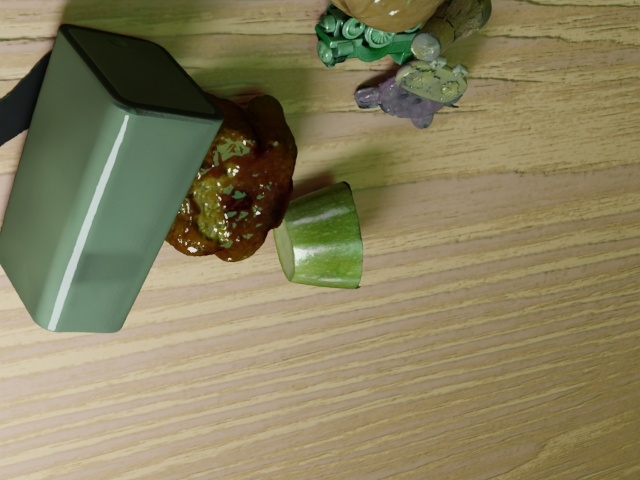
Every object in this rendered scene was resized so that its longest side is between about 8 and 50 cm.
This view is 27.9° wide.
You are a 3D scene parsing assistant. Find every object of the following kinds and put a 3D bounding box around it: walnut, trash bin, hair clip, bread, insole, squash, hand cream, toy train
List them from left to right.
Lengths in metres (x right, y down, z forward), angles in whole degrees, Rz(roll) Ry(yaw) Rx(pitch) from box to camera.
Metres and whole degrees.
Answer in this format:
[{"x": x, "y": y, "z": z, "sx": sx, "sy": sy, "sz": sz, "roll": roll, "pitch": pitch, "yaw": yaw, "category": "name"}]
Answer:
[{"x": -0.376, "y": -0.185, "z": 1.683, "sx": 0.232, "sy": 0.003, "sz": 0.080, "roll": -39, "pitch": 136, "yaw": -5, "category": "insole"}, {"x": -0.294, "y": -0.075, "z": 1.672, "sx": 0.158, "sy": 0.223, "sz": 0.344, "roll": 7, "pitch": 120, "yaw": -40, "category": "trash bin"}, {"x": -0.146, "y": -0.083, "z": 1.831, "sx": 0.232, "sy": 0.135, "sz": 0.247, "roll": 0, "pitch": 120, "yaw": -31, "category": "bread"}, {"x": 0.000, "y": 0.000, "z": 1.989, "sx": 0.122, "sy": 0.170, "sz": 0.170, "roll": -11, "pitch": 128, "yaw": -15, "category": "squash"}, {"x": 0.071, "y": -0.304, "z": 1.878, "sx": 0.178, "sy": 0.071, "sz": 0.105, "roll": -12, "pitch": 138, "yaw": -31, "category": "toy train"}, {"x": 0.102, "y": -0.390, "z": 1.744, "sx": 0.213, "sy": 0.213, "sz": 0.213, "roll": -19, "pitch": 130, "yaw": -24, "category": "walnut"}, {"x": 0.162, "y": -0.233, "z": 1.985, "sx": 0.187, "sy": 0.056, "sz": 0.146, "roll": 2, "pitch": 150, "yaw": -47, "category": "hair clip"}, {"x": 0.185, "y": -0.311, "z": 1.872, "sx": 0.203, "sy": 0.084, "sz": 0.084, "roll": -52, "pitch": 154, "yaw": -53, "category": "hand cream"}]
